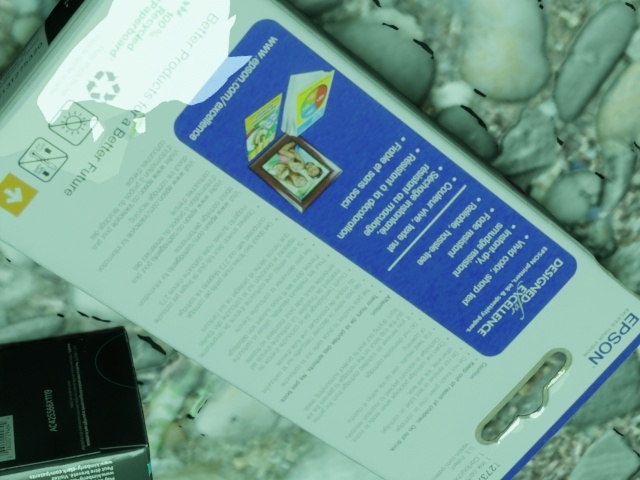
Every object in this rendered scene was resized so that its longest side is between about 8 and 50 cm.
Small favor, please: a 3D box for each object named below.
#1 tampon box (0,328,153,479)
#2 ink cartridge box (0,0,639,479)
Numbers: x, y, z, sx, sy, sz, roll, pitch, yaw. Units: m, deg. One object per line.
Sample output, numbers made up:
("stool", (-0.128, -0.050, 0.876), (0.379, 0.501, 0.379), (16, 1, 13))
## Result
("tampon box", (-0.141, 0.151, 0.760), (0.101, 0.120, 0.161), (-8, 118, -11))
("ink cartridge box", (0.000, 0.000, 0.752), (0.371, 0.069, 0.176), (36, 103, -24))
